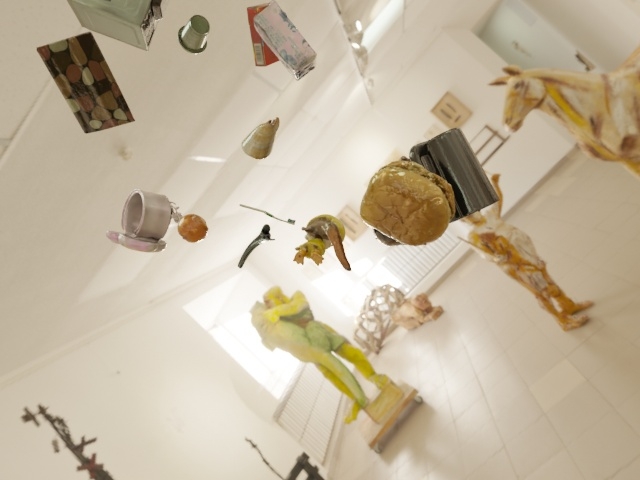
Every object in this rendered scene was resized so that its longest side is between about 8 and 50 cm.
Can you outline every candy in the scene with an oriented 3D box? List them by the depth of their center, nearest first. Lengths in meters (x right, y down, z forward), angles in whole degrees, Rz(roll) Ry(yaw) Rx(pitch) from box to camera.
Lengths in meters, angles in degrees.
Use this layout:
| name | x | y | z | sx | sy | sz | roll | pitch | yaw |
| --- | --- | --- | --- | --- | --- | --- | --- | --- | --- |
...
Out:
| name | x | y | z | sx | sy | sz | roll | pitch | yaw |
| --- | --- | --- | --- | --- | --- | --- | --- | --- | --- |
| candy | -0.080 | -0.459 | 0.982 | 0.073 | 0.160 | 0.092 | -40 | 7 | 1 |

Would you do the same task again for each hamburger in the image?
| name | x | y | z | sx | sy | sz | roll | pitch | yaw |
| --- | --- | --- | --- | --- | --- | --- | --- | --- | --- |
| hamburger | 0.281 | -0.107 | 1.384 | 0.158 | 0.318 | 0.319 | -53 | 2 | -39 |

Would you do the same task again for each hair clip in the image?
| name | x | y | z | sx | sy | sz | roll | pitch | yaw |
| --- | --- | --- | --- | --- | --- | --- | --- | --- | --- |
| hair clip | -0.292 | 0.035 | 1.862 | 0.048 | 0.083 | 0.275 | -7 | -27 | -47 |

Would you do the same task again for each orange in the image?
| name | x | y | z | sx | sy | sz | roll | pitch | yaw |
| --- | --- | --- | --- | --- | --- | --- | --- | --- | --- |
| orange | -0.348 | -0.033 | 1.157 | 0.083 | 0.083 | 0.083 | -47 | -2 | -2 |

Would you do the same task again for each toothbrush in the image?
| name | x | y | z | sx | sy | sz | roll | pitch | yaw |
| --- | --- | --- | --- | --- | --- | --- | --- | --- | --- |
| toothbrush | -0.273 | -0.135 | 2.191 | 0.030 | 0.303 | 0.030 | -163 | 90 | -78 |

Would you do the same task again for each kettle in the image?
| name | x | y | z | sx | sy | sz | roll | pitch | yaw |
| --- | --- | --- | --- | --- | --- | --- | --- | --- | --- |
| kettle | 0.467 | -0.226 | 1.554 | 0.262 | 0.308 | 0.203 | -25 | -3 | -6 |

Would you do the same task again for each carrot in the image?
| name | x | y | z | sx | sy | sz | roll | pitch | yaw |
| --- | --- | --- | --- | --- | --- | --- | --- | --- | --- |
| carrot | 0.064 | 0.023 | 1.483 | 0.047 | 0.191 | 0.047 | -17 | -23 | -7 |

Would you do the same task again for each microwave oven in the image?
| name | x | y | z | sx | sy | sz | roll | pitch | yaw |
| --- | --- | --- | --- | --- | --- | --- | --- | --- | --- |
| microwave oven | -0.697 | -0.917 | 1.523 | 0.218 | 0.286 | 0.355 | 172 | 114 | -75 |

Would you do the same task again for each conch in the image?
| name | x | y | z | sx | sy | sz | roll | pitch | yaw |
| --- | --- | --- | --- | --- | --- | --- | --- | --- | --- |
| conch | -0.252 | -0.439 | 1.885 | 0.158 | 0.127 | 0.255 | -28 | 3 | -33 |

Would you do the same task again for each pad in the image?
| name | x | y | z | sx | sy | sz | roll | pitch | yaw |
| --- | --- | --- | --- | --- | --- | --- | --- | --- | --- |
| pad | -0.616 | -0.408 | 1.120 | 0.158 | 0.235 | 0.003 | -12 | 33 | 7 |

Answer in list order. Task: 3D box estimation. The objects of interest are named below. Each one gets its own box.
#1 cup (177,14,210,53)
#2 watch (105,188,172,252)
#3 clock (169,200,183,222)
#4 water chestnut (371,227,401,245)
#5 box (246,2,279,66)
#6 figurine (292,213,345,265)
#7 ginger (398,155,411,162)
| name | x | y | z | sx | sy | sz | roll | pitch | yaw |
| --- | --- | --- | --- | --- | --- | --- | --- | --- | --- |
| cup | -0.501 | -0.826 | 1.689 | 0.120 | 0.120 | 0.141 | -47 | 16 | -24 |
| watch | -0.647 | -0.073 | 1.569 | 0.210 | 0.248 | 0.218 | 12 | -90 | -44 |
| clock | -0.708 | -0.134 | 2.023 | 0.087 | 0.129 | 0.041 | -67 | -18 | 15 |
| water chestnut | 0.378 | -0.108 | 1.967 | 0.300 | 0.300 | 0.300 | -47 | -2 | -2 |
| box | -0.180 | -0.673 | 1.386 | 0.112 | 0.048 | 0.175 | -48 | -38 | -46 |
| figurine | 0.000 | 0.000 | 2.144 | 0.344 | 0.215 | 0.187 | -59 | -19 | -52 |
| ginger | 0.414 | -0.363 | 2.003 | 0.162 | 0.103 | 0.074 | -70 | -13 | -64 |
